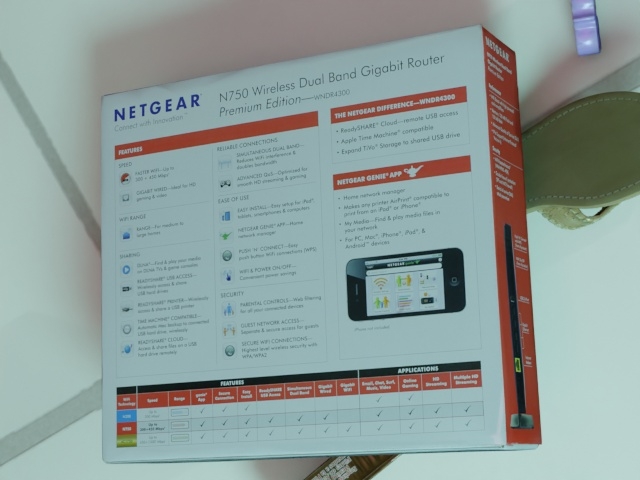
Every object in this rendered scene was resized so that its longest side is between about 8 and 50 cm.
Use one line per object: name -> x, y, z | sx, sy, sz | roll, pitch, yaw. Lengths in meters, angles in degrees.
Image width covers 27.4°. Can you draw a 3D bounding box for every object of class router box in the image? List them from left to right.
router box -> -0.010, 0.015, 1.004 | 0.335, 0.082, 0.301 | -6, 79, 26

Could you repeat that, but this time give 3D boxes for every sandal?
sandal -> 0.191, -0.047, 1.015 | 0.240, 0.079, 0.088 | -18, 65, 37

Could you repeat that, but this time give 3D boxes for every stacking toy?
stacking toy -> 0.196, -0.208, 1.000 | 0.167, 0.052, 0.221 | -8, 93, 17

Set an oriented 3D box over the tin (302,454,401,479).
tin -> 0.028, 0.184, 1.067 | 0.190, 0.106, 0.040 | -41, 77, 16
